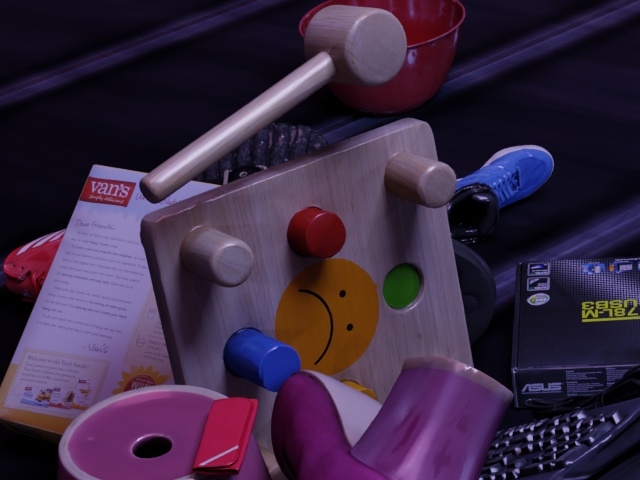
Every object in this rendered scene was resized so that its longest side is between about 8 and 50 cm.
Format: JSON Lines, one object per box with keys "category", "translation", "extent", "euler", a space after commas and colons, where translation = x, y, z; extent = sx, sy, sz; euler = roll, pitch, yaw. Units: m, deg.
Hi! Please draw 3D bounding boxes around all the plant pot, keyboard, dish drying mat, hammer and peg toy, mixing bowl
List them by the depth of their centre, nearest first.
{"category": "dish drying mat", "translation": [-0.062, 0.127, 1.306], "extent": [0.032, 0.008, 0.083], "euler": [-2, 28, 9]}
{"category": "plant pot", "translation": [-0.101, 0.207, 1.366], "extent": [0.201, 0.180, 0.201], "euler": [-5, 27, 2]}
{"category": "keyboard", "translation": [0.136, 0.146, 1.417], "extent": [0.201, 0.033, 0.317], "euler": [-28, 2, -33]}
{"category": "hammer and peg toy", "translation": [-0.018, 0.011, 1.528], "extent": [0.266, 0.361, 0.127], "euler": [-22, 23, -26]}
{"category": "mixing bowl", "translation": [0.072, -0.199, 2.183], "extent": [0.181, 0.098, 0.181], "euler": [-6, 27, 3]}

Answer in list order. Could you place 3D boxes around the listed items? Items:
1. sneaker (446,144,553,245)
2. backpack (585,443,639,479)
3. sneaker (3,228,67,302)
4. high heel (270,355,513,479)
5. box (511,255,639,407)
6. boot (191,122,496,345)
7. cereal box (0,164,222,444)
{"category": "sneaker", "translation": [0.165, -0.041, 1.904], "extent": [0.152, 0.058, 0.084], "euler": [-18, 24, -12]}
{"category": "backpack", "translation": [0.251, 0.221, 1.249], "extent": [0.253, 0.191, 0.225], "euler": [-19, 26, -37]}
{"category": "sneaker", "translation": [-0.232, 0.058, 1.817], "extent": [0.128, 0.087, 0.221], "euler": [-17, 25, 20]}
{"category": "high heel", "translation": [0.007, 0.180, 1.285], "extent": [0.127, 0.377, 0.181], "euler": [28, 74, -3]}
{"category": "box", "translation": [0.258, 0.073, 1.685], "extent": [0.191, 0.045, 0.184], "euler": [-2, 26, 9]}
{"category": "boot", "translation": [-0.002, -0.004, 1.795], "extent": [0.348, 0.131, 0.260], "euler": [0, 28, 14]}
{"category": "cereal box", "translation": [-0.154, 0.060, 1.657], "extent": [0.173, 0.047, 0.240], "euler": [11, 70, 30]}
